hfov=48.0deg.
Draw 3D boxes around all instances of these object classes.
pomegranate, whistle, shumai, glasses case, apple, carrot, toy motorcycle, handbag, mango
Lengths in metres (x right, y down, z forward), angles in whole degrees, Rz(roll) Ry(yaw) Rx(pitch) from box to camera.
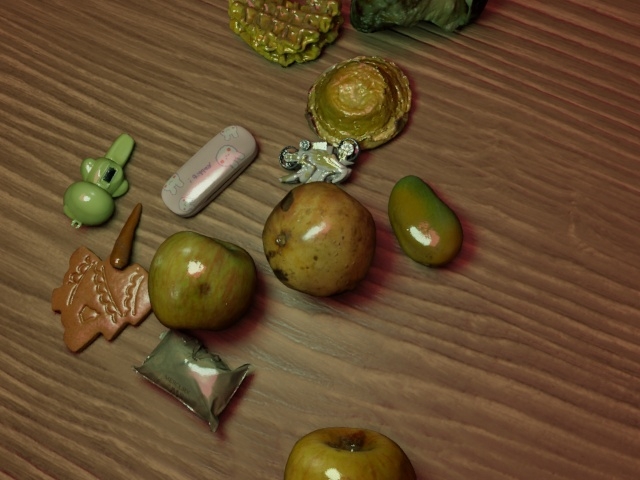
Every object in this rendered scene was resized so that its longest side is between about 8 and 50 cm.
[{"bbox_3d":[0.000,0.000,1.726,0.282,0.281,0.281,-2,73,8],"label":"pomegranate"},{"bbox_3d":[-0.598,-0.155,1.946,0.141,0.141,0.294,11,56,11],"label":"whistle"},{"bbox_3d":[0.280,-0.682,1.889,0.348,0.395,0.394,21,77,-8],"label":"shumai"},{"bbox_3d":[-0.295,-0.186,1.919,0.297,0.075,0.113,-45,74,-5],"label":"glasses case"},{"bbox_3d":[0.064,0.556,1.541,0.299,0.299,0.274,4,102,10],"label":"apple"},{"bbox_3d":[-0.509,-0.016,1.900,0.048,0.048,0.216,4,56,9],"label":"carrot"},{"bbox_3d":[-0.289,0.109,1.742,0.265,0.264,0.264,-2,73,8],"label":"apple"},{"bbox_3d":[-0.002,-0.189,1.874,0.229,0.074,0.151,-6,91,16],"label":"toy motorcycle"},{"bbox_3d":[-0.310,0.316,1.753,0.271,0.117,0.182,31,72,17],"label":"handbag"},{"bbox_3d":[0.251,-0.050,1.777,0.157,0.114,0.251,-32,72,6],"label":"mango"}]

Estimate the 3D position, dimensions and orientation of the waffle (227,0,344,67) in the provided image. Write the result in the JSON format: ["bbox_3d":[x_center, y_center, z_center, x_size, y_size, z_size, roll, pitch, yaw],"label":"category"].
[{"bbox_3d":[-0.102,-0.633,1.989,0.324,0.151,0.261,41,88,21],"label":"waffle"}]

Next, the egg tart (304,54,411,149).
[{"bbox_3d":[0.099,-0.375,1.899,0.295,0.116,0.294,-2,75,6],"label":"egg tart"}]

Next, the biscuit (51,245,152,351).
[{"bbox_3d":[-0.553,0.143,1.874,0.307,0.043,0.283,-6,72,7],"label":"biscuit"}]
